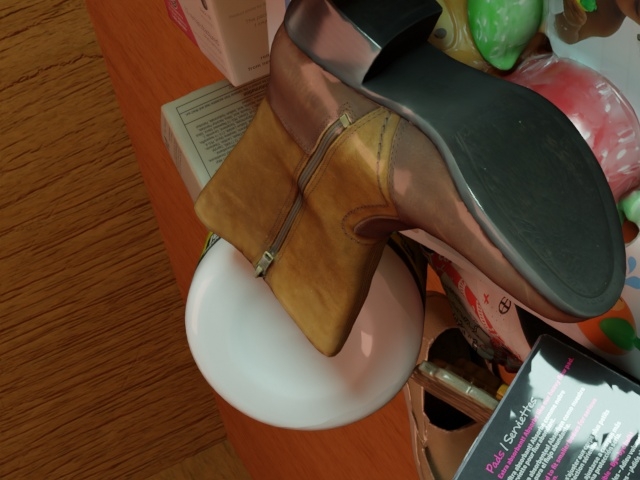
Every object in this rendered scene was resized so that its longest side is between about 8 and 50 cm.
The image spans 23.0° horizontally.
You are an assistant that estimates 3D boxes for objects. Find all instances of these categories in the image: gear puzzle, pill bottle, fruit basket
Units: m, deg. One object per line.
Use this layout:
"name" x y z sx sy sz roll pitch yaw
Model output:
"gear puzzle" 0.160 0.131 1.244 0.175 0.044 0.339 31 175 5
"pill bottle" 0.000 0.000 1.348 0.334 0.188 0.188 -79 -26 -63
"fruit basket" 0.111 -0.085 0.984 0.353 0.165 0.327 40 144 42

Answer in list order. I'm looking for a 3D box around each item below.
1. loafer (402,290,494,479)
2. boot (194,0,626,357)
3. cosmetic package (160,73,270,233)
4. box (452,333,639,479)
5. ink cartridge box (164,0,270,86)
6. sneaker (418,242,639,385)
"loafer" 0.136 0.182 1.525 0.092 0.102 0.268 -148 36 -78
"boot" 0.036 0.001 0.963 0.264 0.096 0.280 44 142 11
"cosmetic package" -0.042 -0.030 1.737 0.309 0.160 0.113 64 168 12
"box" 0.140 0.202 0.980 0.142 0.247 0.163 32 177 17
"ink cartridge box" -0.103 -0.325 1.528 0.207 0.117 0.283 49 160 52
"sneaker" 0.176 0.065 1.199 0.270 0.090 0.145 45 169 42
